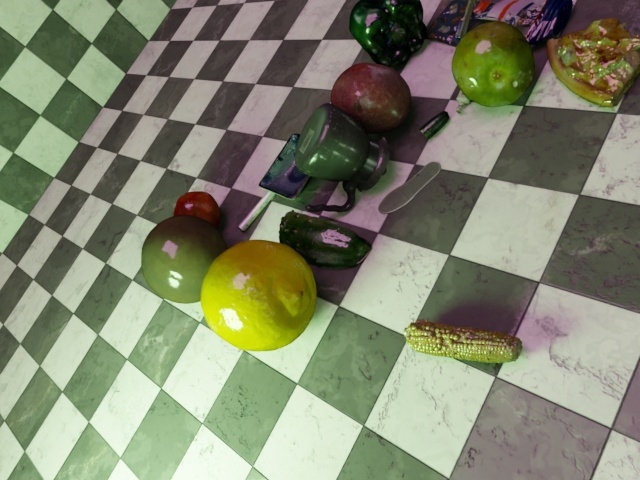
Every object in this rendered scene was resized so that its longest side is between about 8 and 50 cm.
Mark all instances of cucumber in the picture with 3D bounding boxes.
[{"bbox_3d":[-0.002,0.001,1.664,0.325,0.105,0.145,17,73,39],"label":"cucumber"},{"bbox_3d":[0.360,-0.361,1.666,0.105,0.048,0.048,-39,47,6],"label":"cucumber"}]

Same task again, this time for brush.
[{"bbox_3d":[0.480,-0.732,1.780,0.030,0.033,0.179,-3,63,50],"label":"brush"}]

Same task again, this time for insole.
[{"bbox_3d":[0.271,-0.158,1.628,0.232,0.003,0.080,-39,47,9],"label":"insole"}]

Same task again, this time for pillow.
[{"bbox_3d":[0.496,-0.740,1.818,0.255,0.034,0.189,33,86,42],"label":"pillow"}]

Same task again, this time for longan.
[{"bbox_3d":[-0.461,0.061,1.828,0.318,0.319,0.319,-18,53,26],"label":"longan"}]

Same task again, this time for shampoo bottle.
[{"bbox_3d":[0.451,-0.457,1.667,0.048,0.034,0.141,15,72,33],"label":"shampoo bottle"}]

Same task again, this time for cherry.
[{"bbox_3d":[0.157,-0.457,1.717,0.260,0.307,0.221,10,100,17],"label":"cherry"}]

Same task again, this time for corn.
[{"bbox_3d":[0.328,0.242,1.278,0.288,0.086,0.087,2,64,35],"label":"corn"}]

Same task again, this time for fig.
[{"bbox_3d":[0.486,-0.526,1.585,0.233,0.233,0.314,-42,28,7],"label":"fig"}]

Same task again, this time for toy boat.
[{"bbox_3d":[0.641,-0.717,1.669,0.219,0.072,0.318,-38,46,8],"label":"toy boat"}]

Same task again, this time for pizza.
[{"bbox_3d":[0.753,-0.500,1.442,0.223,0.089,0.324,-34,48,18],"label":"pizza"}]

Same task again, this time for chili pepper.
[{"bbox_3d":[0.232,-0.760,1.897,0.248,0.233,0.257,-23,43,3],"label":"chili pepper"}]

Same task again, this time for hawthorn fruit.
[{"bbox_3d":[-0.464,-0.109,2.030,0.179,0.179,0.200,-31,28,16],"label":"hawthorn fruit"}]

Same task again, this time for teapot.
[{"bbox_3d":[0.077,-0.232,1.651,0.223,0.284,0.306,-15,57,63],"label":"teapot"}]

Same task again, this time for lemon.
[{"bbox_3d":[-0.180,0.158,1.540,0.347,0.348,0.348,-18,53,26],"label":"lemon"}]

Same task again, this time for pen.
[{"bbox_3d":[-0.207,-0.141,1.946,0.269,0.033,0.033,-50,46,-2],"label":"pen"}]

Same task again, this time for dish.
[{"bbox_3d":[-0.080,-0.247,1.884,0.181,0.080,0.243,24,75,36],"label":"dish"}]
